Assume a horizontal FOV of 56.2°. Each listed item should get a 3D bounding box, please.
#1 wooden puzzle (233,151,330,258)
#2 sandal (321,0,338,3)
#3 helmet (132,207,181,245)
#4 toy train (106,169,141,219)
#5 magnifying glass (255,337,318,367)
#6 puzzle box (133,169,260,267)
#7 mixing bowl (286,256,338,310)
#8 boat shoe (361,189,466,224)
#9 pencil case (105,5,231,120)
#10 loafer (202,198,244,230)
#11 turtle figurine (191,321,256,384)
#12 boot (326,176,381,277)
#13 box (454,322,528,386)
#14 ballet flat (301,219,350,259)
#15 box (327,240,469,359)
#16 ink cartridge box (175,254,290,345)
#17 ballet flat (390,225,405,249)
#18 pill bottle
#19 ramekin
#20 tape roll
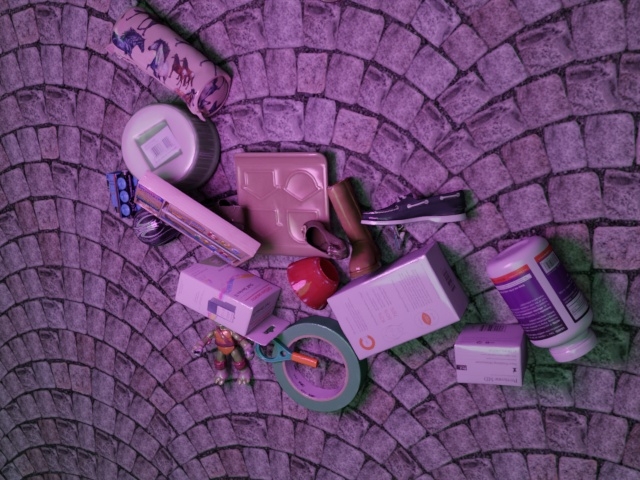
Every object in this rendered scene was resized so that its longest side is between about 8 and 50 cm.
[{"bbox_3d":[-0.113,-0.117,1.927,0.322,0.080,0.347,3,110,23],"label":"wooden puzzle"},{"bbox_3d":[0.098,-0.780,1.646,0.303,0.086,0.120,-32,90,27],"label":"sandal"},{"bbox_3d":[-0.570,-0.057,2.087,0.162,0.169,0.169,-23,95,-16],"label":"helmet"},{"bbox_3d":[-0.714,-0.167,2.174,0.105,0.080,0.184,7,109,31],"label":"toy train"},{"bbox_3d":[-0.115,0.380,2.000,0.231,0.026,0.092,13,108,20],"label":"magnifying glass"},{"bbox_3d":[-0.401,-0.057,1.910,0.409,0.052,0.272,34,160,-11],"label":"puzzle box"},{"bbox_3d":[-0.008,0.117,1.882,0.098,0.181,0.181,-39,87,25],"label":"mixing bowl"},{"bbox_3d":[0.265,-0.093,1.722,0.303,0.114,0.091,-5,95,-3],"label":"boat shoe"},{"bbox_3d":[-0.478,-0.561,1.913,0.410,0.160,0.183,39,95,10],"label":"pencil case"},{"bbox_3d":[-0.317,-0.092,1.980,0.251,0.094,0.087,17,92,50],"label":"loafer"},{"bbox_3d":[-0.333,0.405,2.071,0.274,0.198,0.266,-135,31,-54],"label":"turtle figurine"},{"bbox_3d":[0.087,-0.040,1.771,0.089,0.236,0.269,-21,98,14],"label":"boot"},{"bbox_3d":[0.492,0.322,1.715,0.181,0.182,0.118,-3,102,24],"label":"box"},{"bbox_3d":[0.000,0.000,1.769,0.250,0.058,0.084,33,128,54],"label":"ballet flat"},{"bbox_3d":[0.233,0.181,1.799,0.345,0.168,0.214,-27,92,26],"label":"box"},{"bbox_3d":[-0.277,0.193,2.003,0.354,0.207,0.119,25,114,15],"label":"ink cartridge box"},{"bbox_3d":[0.235,-0.028,1.816,0.041,0.041,0.114,-18,97,27],"label":"ballet flat"},{"bbox_3d":[0.605,0.160,1.623,0.182,0.181,0.322,-32,90,27],"label":"pill bottle"},{"bbox_3d":[-0.497,-0.307,1.961,0.304,0.148,0.303,1,96,12],"label":"ramekin"},{"bbox_3d":[-0.004,0.415,2.017,0.322,0.077,0.321,6,106,23],"label":"tape roll"}]
